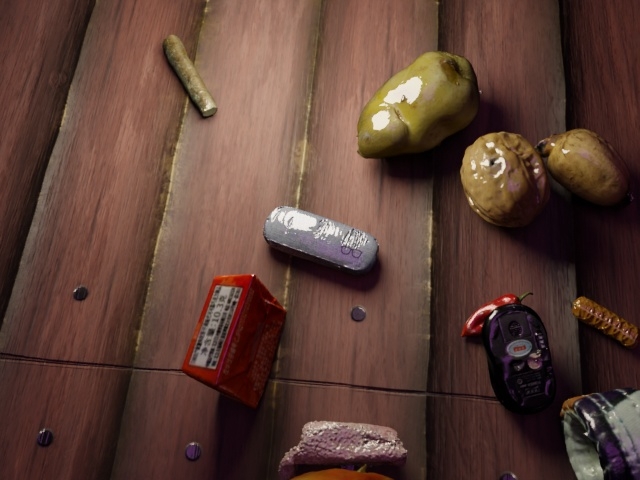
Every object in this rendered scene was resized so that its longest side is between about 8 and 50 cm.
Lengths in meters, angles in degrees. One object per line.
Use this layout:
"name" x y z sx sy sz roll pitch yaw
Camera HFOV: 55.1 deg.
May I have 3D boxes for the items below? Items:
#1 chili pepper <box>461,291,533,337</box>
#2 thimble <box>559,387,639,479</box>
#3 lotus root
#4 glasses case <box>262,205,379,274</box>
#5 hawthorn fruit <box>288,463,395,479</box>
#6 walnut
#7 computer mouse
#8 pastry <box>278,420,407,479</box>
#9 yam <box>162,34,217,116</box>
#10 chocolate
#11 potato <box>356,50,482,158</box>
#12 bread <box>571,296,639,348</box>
"chili pepper" 0.395 0.162 1.376 0.191 0.050 0.059 -32 86 -2
"thimble" 0.573 0.408 1.182 0.150 0.237 0.237 -13 68 1
"lotus root" 0.635 -0.179 1.457 0.257 0.140 0.154 39 35 6
"glasses case" 0.000 0.000 1.456 0.283 0.067 0.109 20 68 9
"hawthorn fruit" 0.052 0.579 1.067 0.403 0.403 0.402 -1 68 3
"walnut" 0.426 -0.141 1.423 0.198 0.198 0.245 -17 67 -4
"computer mouse" 0.418 0.252 1.314 0.137 0.096 0.233 -9 82 -1
"pastry" 0.041 0.426 1.266 0.265 0.103 0.112 -8 61 -2
"yam" -0.355 -0.445 1.661 0.061 0.061 0.274 -28 70 -8
"chocolate" -0.176 0.210 1.297 0.108 0.235 0.237 11 69 19
"potato" 0.230 -0.321 1.501 0.351 0.202 0.218 -34 58 -2
"bread" 0.633 0.181 1.359 0.157 0.044 0.052 33 80 16
